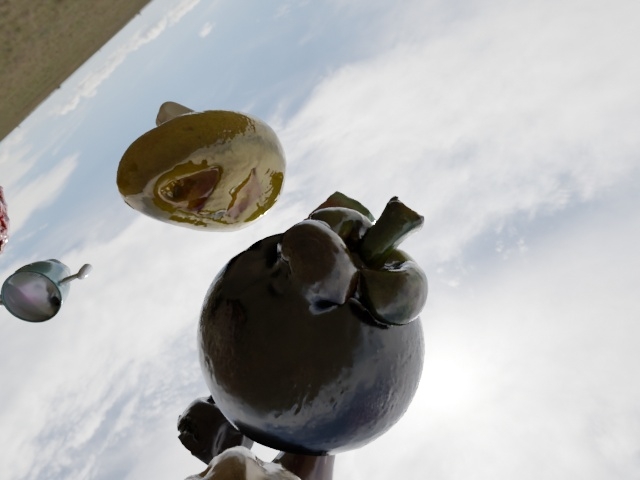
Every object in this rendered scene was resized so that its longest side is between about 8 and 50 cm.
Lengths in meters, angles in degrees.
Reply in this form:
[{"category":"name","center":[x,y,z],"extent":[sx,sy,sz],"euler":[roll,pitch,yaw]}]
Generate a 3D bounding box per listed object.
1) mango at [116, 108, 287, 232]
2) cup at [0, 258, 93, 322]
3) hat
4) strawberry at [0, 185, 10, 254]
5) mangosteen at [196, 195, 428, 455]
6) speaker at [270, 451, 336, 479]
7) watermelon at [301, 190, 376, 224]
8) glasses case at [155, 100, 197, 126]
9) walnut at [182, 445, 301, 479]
[{"category":"mango","center":[-0.212,-0.127,0.831],"extent":[0.182,0.365,0.253],"euler":[41,-61,25]},{"category":"cup","center":[-0.841,0.137,1.326],"extent":[0.299,0.168,0.173],"euler":[-20,-159,-5]},{"category":"hat","center":[-0.249,0.530,1.240],"extent":[0.209,0.336,0.238],"euler":[-42,-129,-20]},{"category":"strawberry","center":[-0.584,-0.031,0.688],"extent":[0.336,0.149,0.265],"euler":[19,-106,30]},{"category":"mangosteen","center":[-0.010,0.110,0.545],"extent":[0.296,0.313,0.297],"euler":[1,-122,-1]},{"category":"speaker","center":[-0.040,0.413,0.989],"extent":[0.198,0.259,0.330],"euler":[-33,-152,43]},{"category":"watermelon","center":[0.000,0.000,1.038],"extent":[0.256,0.193,0.140],"euler":[-38,-107,-22]},{"category":"glasses case","center":[-0.275,-0.253,1.006],"extent":[0.050,0.196,0.083],"euler":[-56,-156,34]},{"category":"walnut","center":[-0.140,0.530,0.685],"extent":[0.383,0.383,0.384],"euler":[-25,-142,22]}]
